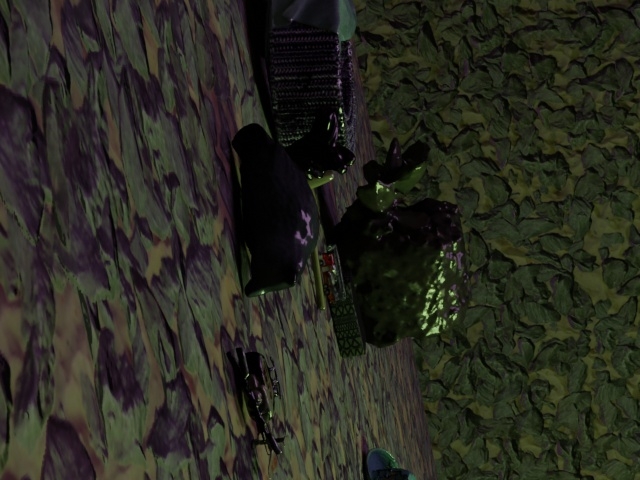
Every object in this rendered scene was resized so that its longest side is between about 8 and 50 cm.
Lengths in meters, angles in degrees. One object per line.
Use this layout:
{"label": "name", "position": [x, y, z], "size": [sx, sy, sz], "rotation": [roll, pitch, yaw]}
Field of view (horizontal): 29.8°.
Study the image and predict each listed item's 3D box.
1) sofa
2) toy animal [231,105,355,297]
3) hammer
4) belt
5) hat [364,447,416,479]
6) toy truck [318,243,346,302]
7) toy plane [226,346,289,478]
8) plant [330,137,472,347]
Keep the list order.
{"label": "sofa", "position": [0.038, 0.108, 1.770], "size": [0.060, 0.039, 0.117], "rotation": [-75, 154, -72]}
{"label": "toy animal", "position": [-0.040, -0.043, 1.161], "size": [0.117, 0.121, 0.210], "rotation": [54, 26, -28]}
{"label": "hammer", "position": [0.000, 0.000, 1.580], "size": [0.028, 0.060, 0.195], "rotation": [-83, 165, -70]}
{"label": "belt", "position": [-0.012, -0.237, 1.573], "size": [0.325, 0.122, 0.260], "rotation": [-82, 168, -61]}
{"label": "hat", "position": [0.121, 0.401, 1.832], "size": [0.138, 0.078, 0.190], "rotation": [-89, 167, -52]}
{"label": "toy truck", "position": [0.016, 0.047, 1.708], "size": [0.024, 0.032, 0.083], "rotation": [-39, 118, -77]}
{"label": "toy plane", "position": [-0.051, 0.140, 1.018], "size": [0.049, 0.031, 0.120], "rotation": [-60, 137, -72]}
{"label": "plant", "position": [0.119, -0.007, 1.908], "size": [0.215, 0.213, 0.312], "rotation": [-75, 151, -66]}
